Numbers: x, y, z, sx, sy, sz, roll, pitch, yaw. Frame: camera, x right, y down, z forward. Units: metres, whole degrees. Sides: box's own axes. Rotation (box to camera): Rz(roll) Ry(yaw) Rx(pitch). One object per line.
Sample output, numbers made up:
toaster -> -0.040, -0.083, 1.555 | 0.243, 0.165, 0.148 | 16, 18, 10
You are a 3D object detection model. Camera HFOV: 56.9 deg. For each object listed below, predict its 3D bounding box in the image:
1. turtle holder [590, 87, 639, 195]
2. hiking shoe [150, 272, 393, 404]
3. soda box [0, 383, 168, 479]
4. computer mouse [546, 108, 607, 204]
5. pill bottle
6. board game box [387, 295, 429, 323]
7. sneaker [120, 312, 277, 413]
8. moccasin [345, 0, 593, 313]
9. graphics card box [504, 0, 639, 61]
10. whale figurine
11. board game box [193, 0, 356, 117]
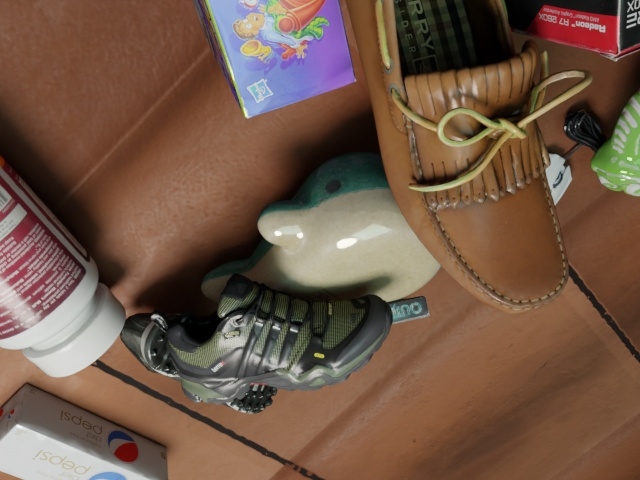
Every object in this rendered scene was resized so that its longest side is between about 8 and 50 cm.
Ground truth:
turtle holder -> 0.494, -0.141, 0.638 | 0.320, 0.243, 0.227 | -39, 140, -13
hiking shoe -> -0.046, 0.084, 0.566 | 0.227, 0.086, 0.114 | -17, 119, 7
soda box -> -0.296, 0.266, 0.734 | 0.074, 0.069, 0.216 | -43, 123, 10
computer mouse -> 0.281, -0.067, 0.734 | 0.193, 0.042, 0.106 | -45, 123, 11
pill bottle -> -0.293, 0.025, 0.560 | 0.121, 0.121, 0.221 | -29, 124, 1
board game box -> 0.022, 0.099, 0.708 | 0.186, 0.126, 0.026 | -10, 84, -11
sneaker -> -0.142, 0.139, 0.703 | 0.234, 0.106, 0.078 | 42, 66, -46
moccasin -> 0.122, -0.124, 0.488 | 0.139, 0.147, 0.380 | -13, 89, -12
graphics card box -> 0.166, -0.342, 0.420 | 0.094, 0.233, 0.370 | -23, 123, -10
whale figurine -> 0.000, 0.000, 0.649 | 0.272, 0.141, 0.216 | -24, 146, 25
board game box -> -0.083, -0.283, 0.376 | 0.078, 0.233, 0.347 | -20, 123, -6
